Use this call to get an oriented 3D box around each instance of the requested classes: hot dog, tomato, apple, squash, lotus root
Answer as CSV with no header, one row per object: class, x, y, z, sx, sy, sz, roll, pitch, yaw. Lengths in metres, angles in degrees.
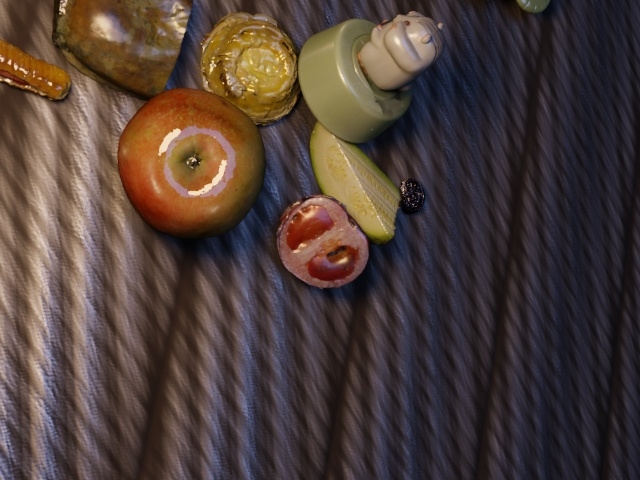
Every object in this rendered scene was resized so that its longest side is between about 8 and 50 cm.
hot dog,-0.646,-0.367,1.460,0.288,0.068,0.083,21,69,-22
tomato,0.000,0.000,1.713,0.199,0.112,0.228,-33,99,4
apple,-0.262,-0.161,1.507,0.318,0.277,0.320,0,90,-23
squash,0.058,-0.131,1.752,0.288,0.111,0.203,41,38,-20
lotus root,-0.420,-0.461,1.508,0.260,0.149,0.267,19,89,-27

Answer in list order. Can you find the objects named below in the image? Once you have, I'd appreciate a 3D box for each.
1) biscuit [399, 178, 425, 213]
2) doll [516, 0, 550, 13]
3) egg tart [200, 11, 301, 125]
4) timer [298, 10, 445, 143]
biscuit,0.236,-0.114,1.888,0.087,0.027,0.089,45,69,-16
doll,0.552,-0.783,2.005,0.284,0.216,0.269,6,89,-28
egg tart,-0.149,-0.406,1.691,0.278,0.095,0.279,3,83,-27
timer,0.149,-0.414,1.678,0.290,0.315,0.291,16,64,-36
